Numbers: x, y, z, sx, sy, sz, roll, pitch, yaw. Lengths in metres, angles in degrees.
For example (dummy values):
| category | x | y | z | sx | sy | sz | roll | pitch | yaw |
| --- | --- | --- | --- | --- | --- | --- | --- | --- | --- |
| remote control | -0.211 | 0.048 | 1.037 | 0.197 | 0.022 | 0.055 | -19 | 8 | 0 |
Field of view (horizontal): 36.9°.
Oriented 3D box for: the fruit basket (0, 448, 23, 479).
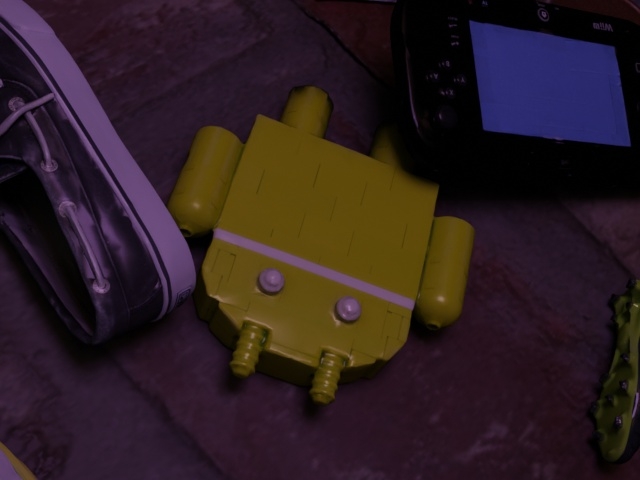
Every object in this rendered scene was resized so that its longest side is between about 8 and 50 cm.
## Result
| category | x | y | z | sx | sy | sz | roll | pitch | yaw |
| --- | --- | --- | --- | --- | --- | --- | --- | --- | --- |
| fruit basket | -0.367 | 0.134 | 0.475 | 0.353 | 0.165 | 0.327 | -34 | 59 | -23 |

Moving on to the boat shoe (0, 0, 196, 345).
| category | x | y | z | sx | sy | sz | roll | pitch | yaw |
| --- | --- | --- | --- | --- | --- | --- | --- | --- | --- |
| boat shoe | -0.218 | -0.059 | 0.686 | 0.105 | 0.113 | 0.306 | -29 | 83 | -44 |

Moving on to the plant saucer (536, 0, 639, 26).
| category | x | y | z | sx | sy | sz | roll | pitch | yaw |
| --- | --- | --- | --- | --- | --- | --- | --- | --- | --- |
| plant saucer | 0.289 | -0.208 | 0.991 | 0.168 | 0.029 | 0.168 | 8 | 61 | -15 |

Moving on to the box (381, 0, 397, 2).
| category | x | y | z | sx | sy | sz | roll | pitch | yaw |
| --- | --- | --- | --- | --- | --- | --- | --- | --- | --- |
| box | 0.082 | -0.385 | 1.000 | 0.232 | 0.058 | 0.322 | -2 | 62 | -20 |

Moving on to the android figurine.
| category | x | y | z | sx | sy | sz | roll | pitch | yaw |
| --- | --- | --- | --- | --- | --- | --- | --- | --- | --- |
| android figurine | 0.000 | 0.000 | 0.764 | 0.248 | 0.056 | 0.272 | 22 | 56 | -7 |

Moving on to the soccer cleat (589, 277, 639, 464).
| category | x | y | z | sx | sy | sz | roll | pitch | yaw |
| --- | --- | --- | --- | --- | --- | --- | --- | --- | --- |
| soccer cleat | 0.272 | 0.109 | 0.794 | 0.072 | 0.060 | 0.179 | 27 | 54 | -5 |

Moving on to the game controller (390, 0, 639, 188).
| category | x | y | z | sx | sy | sz | roll | pitch | yaw |
| --- | --- | --- | --- | --- | --- | --- | --- | --- | --- |
| game controller | 0.198 | -0.133 | 0.853 | 0.319 | 0.067 | 0.166 | 2 | 85 | -31 |

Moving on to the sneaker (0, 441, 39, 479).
| category | x | y | z | sx | sy | sz | roll | pitch | yaw |
| --- | --- | --- | --- | --- | --- | --- | --- | --- | --- |
| sneaker | -0.178 | 0.176 | 0.561 | 0.240 | 0.126 | 0.091 | 41 | 57 | 5 |
